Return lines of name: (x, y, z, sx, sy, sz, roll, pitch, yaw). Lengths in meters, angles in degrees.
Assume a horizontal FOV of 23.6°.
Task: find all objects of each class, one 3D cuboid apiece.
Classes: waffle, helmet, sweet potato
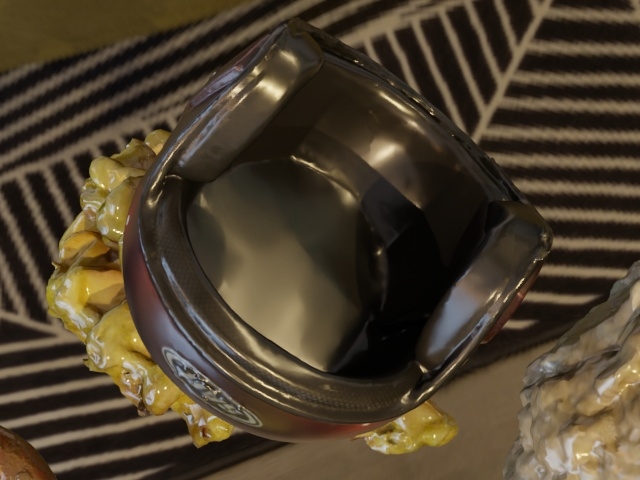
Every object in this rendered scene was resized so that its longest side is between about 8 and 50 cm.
waffle: (-0.047, 0.041, 1.134, 0.261, 0.324, 0.151, 42, 108, 40)
helmet: (0.000, 0.000, 0.774, 0.189, 0.193, 0.216, 39, 55, -6)
sweet potato: (-0.309, 0.161, 1.213, 0.255, 0.058, 0.078, 11, 88, 14)

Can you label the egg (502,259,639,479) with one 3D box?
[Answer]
egg: (0.244, 0.120, 0.833, 0.310, 0.279, 0.279, -41, 84, -7)
